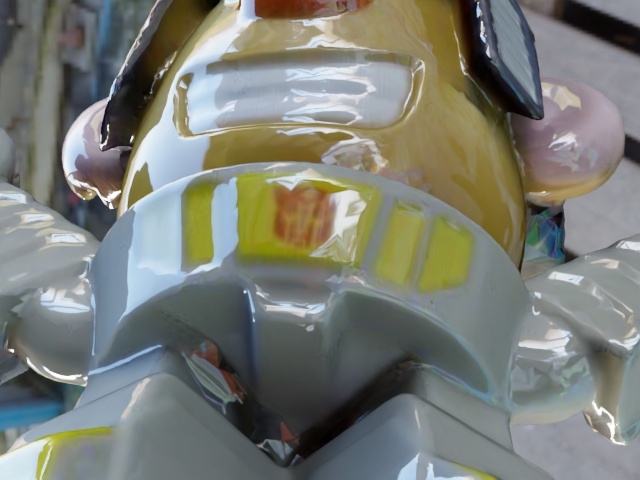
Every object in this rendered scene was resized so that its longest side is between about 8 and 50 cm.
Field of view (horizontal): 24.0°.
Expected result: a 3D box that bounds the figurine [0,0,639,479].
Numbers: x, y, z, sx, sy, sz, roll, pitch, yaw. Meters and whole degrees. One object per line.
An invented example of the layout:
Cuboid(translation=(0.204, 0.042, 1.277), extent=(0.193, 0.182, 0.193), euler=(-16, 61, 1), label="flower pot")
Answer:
Cuboid(translation=(-0.004, 0.001, 0.453), extent=(0.308, 0.308, 0.143), euler=(58, 143, 30), label="figurine")
